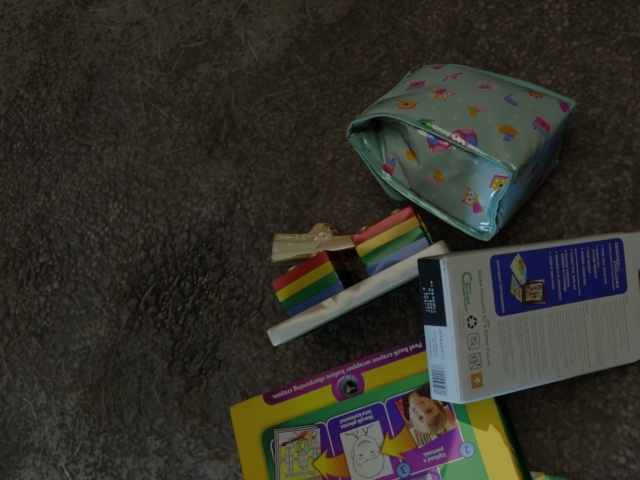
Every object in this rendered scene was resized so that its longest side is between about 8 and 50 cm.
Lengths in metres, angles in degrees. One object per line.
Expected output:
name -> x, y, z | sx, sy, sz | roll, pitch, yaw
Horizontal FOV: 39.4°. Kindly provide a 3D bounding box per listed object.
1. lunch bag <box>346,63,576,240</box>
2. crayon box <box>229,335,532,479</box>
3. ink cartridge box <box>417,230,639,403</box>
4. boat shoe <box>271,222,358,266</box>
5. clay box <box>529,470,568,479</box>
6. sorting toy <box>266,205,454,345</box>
lunch bag -> 0.195, -0.150, 1.293 | 0.262, 0.160, 0.223 | 28, 47, 22
crayon box -> 0.086, 0.319, 1.185 | 0.363, 0.106, 0.313 | -22, 64, 14
ink cartridge box -> 0.294, 0.088, 1.146 | 0.069, 0.371, 0.175 | -5, 92, 62
boat shoe -> 0.000, 0.000, 1.402 | 0.170, 0.063, 0.059 | -8, 75, 17
clay box -> 0.218, 0.368, 1.205 | 0.222, 0.053, 0.127 | 4, 72, 20
sorting toy -> 0.054, 0.044, 1.252 | 0.256, 0.257, 0.089 | -28, 83, 8
